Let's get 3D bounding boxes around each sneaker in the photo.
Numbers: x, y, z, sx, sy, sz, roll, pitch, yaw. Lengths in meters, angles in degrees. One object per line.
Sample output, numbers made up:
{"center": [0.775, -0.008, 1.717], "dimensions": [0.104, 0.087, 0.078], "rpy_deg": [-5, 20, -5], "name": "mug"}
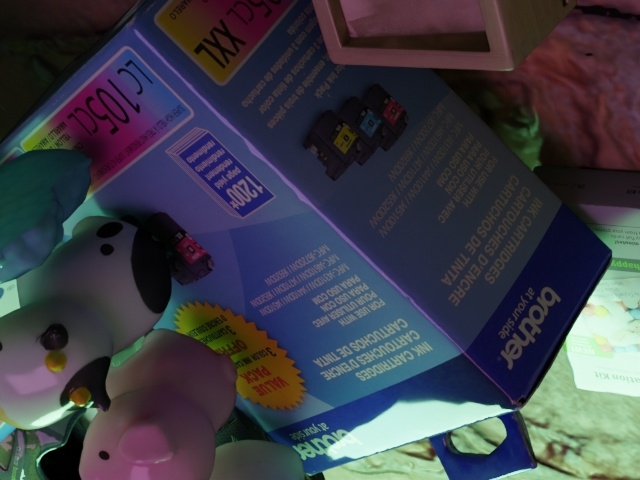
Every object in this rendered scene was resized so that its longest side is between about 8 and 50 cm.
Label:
{"center": [-0.240, 0.226, 1.498], "dimensions": [0.121, 0.111, 0.300], "rpy_deg": [12, 142, 18], "name": "sneaker"}

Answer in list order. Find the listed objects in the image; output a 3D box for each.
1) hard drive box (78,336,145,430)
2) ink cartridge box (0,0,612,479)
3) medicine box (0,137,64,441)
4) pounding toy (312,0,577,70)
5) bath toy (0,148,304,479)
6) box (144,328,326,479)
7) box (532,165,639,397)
{"center": [-0.250, 0.096, 1.514], "dimensions": [0.232, 0.089, 0.181], "rpy_deg": [14, 140, 21], "name": "hard drive box"}
{"center": [0.000, 0.000, 1.149], "dimensions": [0.395, 0.151, 0.270], "rpy_deg": [43, 148, -11], "name": "ink cartridge box"}
{"center": [-0.310, 0.053, 1.250], "dimensions": [0.149, 0.263, 0.289], "rpy_deg": [53, -168, 21], "name": "medicine box"}
{"center": [0.031, -0.210, 0.977], "dimensions": [0.181, 0.094, 0.206], "rpy_deg": [7, 127, 36], "name": "pounding toy"}
{"center": [-0.109, 0.107, 1.103], "dimensions": [0.129, 0.151, 0.348], "rpy_deg": [19, 149, 55], "name": "bath toy"}
{"center": [-0.059, 0.157, 1.357], "dimensions": [0.059, 0.232, 0.183], "rpy_deg": [-33, 118, 3], "name": "box"}
{"center": [0.224, 0.034, 1.157], "dimensions": [0.145, 0.038, 0.186], "rpy_deg": [6, 137, 31], "name": "box"}
